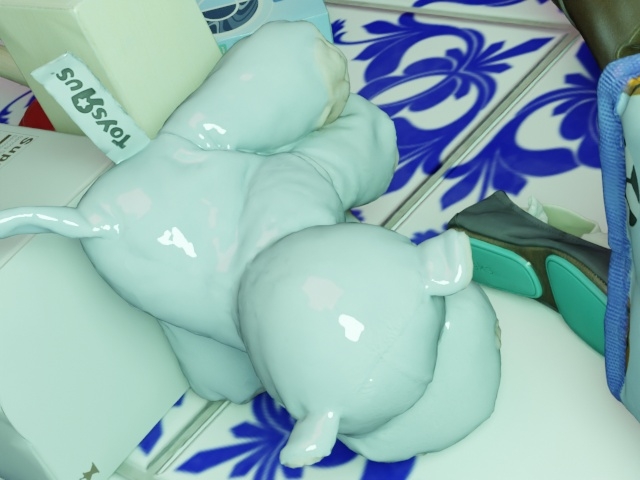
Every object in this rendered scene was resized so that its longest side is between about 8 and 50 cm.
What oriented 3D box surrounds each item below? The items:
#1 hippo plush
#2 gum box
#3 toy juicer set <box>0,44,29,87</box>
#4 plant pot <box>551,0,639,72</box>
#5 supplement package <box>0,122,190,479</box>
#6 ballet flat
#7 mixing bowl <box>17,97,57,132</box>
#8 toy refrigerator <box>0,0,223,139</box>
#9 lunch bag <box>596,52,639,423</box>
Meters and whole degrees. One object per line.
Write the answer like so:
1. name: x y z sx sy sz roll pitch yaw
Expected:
1. hippo plush: 0.000 0.000 0.800 0.237 0.294 0.234 26 81 40
2. gum box: -0.098 -0.214 1.273 0.184 0.041 0.157 -15 46 -5
3. toy juicer set: -0.217 -0.217 1.391 0.329 0.089 0.209 -34 53 -17
4. plant pot: 0.244 -0.166 0.951 0.167 0.167 0.165 -19 43 11
5. supplement package: -0.239 0.035 0.974 0.293 0.177 0.175 12 49 42
6. ballet flat: 0.154 0.015 0.842 0.074 0.074 0.203 -37 33 -16
7. mixing bowl: -0.185 -0.079 1.162 0.181 0.098 0.181 -17 35 12
8. toy refrigerator: -0.105 -0.073 0.946 0.102 0.269 0.094 12 50 43
9. lunch bag: 0.356 0.015 0.576 0.386 0.238 0.328 -13 32 -9
